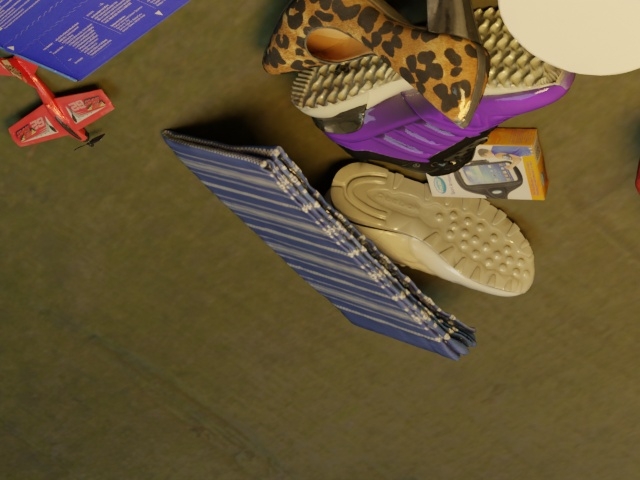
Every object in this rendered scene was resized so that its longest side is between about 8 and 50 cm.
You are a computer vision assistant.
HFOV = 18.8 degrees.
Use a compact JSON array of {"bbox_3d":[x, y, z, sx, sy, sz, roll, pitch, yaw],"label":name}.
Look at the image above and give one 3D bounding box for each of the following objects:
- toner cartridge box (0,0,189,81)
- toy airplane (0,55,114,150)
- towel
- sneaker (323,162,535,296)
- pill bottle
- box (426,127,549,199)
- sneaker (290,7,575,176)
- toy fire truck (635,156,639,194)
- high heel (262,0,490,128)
[{"bbox_3d":[-0.203,-0.267,1.781,0.165,0.075,0.348,24,149,-29],"label":"toner cartridge box"},{"bbox_3d":[-0.290,-0.150,2.050,0.151,0.028,0.151,11,140,9],"label":"toy airplane"},{"bbox_3d":[0.000,0.000,2.036,0.336,0.040,0.243,44,165,-28],"label":"towel"},{"bbox_3d":[0.113,-0.003,2.027,0.235,0.090,0.095,26,150,2],"label":"sneaker"},{"bbox_3d":[0.228,-0.270,1.477,0.160,0.283,0.160,12,142,9],"label":"pill bottle"},{"bbox_3d":[0.157,-0.078,1.951,0.136,0.028,0.081,1,139,20],"label":"box"},{"bbox_3d":[0.127,-0.129,1.850,0.293,0.102,0.146,-3,139,36],"label":"sneaker"},{"bbox_3d":[0.446,-0.036,1.800,0.302,0.169,0.254,2,163,21],"label":"toy fire truck"},{"bbox_3d":[0.041,-0.153,1.774,0.093,0.186,0.261,12,151,-43],"label":"high heel"}]
